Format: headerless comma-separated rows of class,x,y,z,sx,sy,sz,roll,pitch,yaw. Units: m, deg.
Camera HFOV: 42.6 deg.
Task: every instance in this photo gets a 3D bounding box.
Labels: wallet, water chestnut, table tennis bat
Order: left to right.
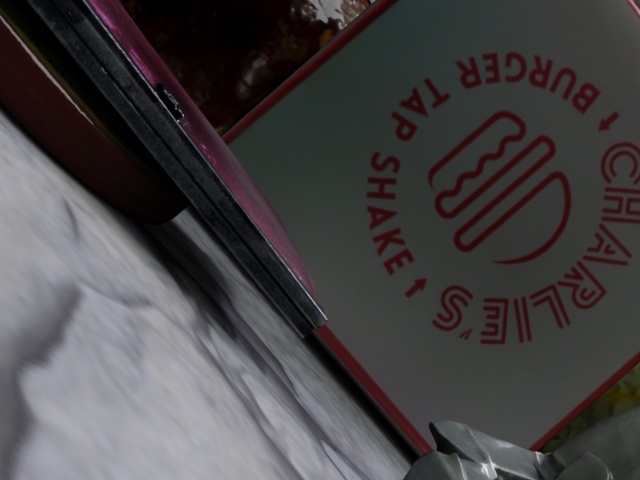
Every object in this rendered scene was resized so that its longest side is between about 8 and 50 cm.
table tennis bat,-0.160,-0.127,0.404,0.310,0.038,0.200,54,2,25
wallet,-0.077,-0.065,0.371,0.232,0.025,0.119,54,2,-23
water chestnut,-0.082,-0.232,0.887,0.289,0.289,0.244,-128,-164,-57

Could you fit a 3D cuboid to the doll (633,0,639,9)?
doll,0.246,-0.176,0.681,0.188,0.099,0.384,46,-8,41

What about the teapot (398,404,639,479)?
teapot,0.153,0.148,0.309,0.221,0.163,0.178,50,8,-22

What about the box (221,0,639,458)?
box,0.104,-0.040,0.682,0.312,0.314,0.300,50,-1,-9

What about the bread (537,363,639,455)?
bread,0.281,0.213,0.688,0.239,0.264,0.395,52,15,-20
